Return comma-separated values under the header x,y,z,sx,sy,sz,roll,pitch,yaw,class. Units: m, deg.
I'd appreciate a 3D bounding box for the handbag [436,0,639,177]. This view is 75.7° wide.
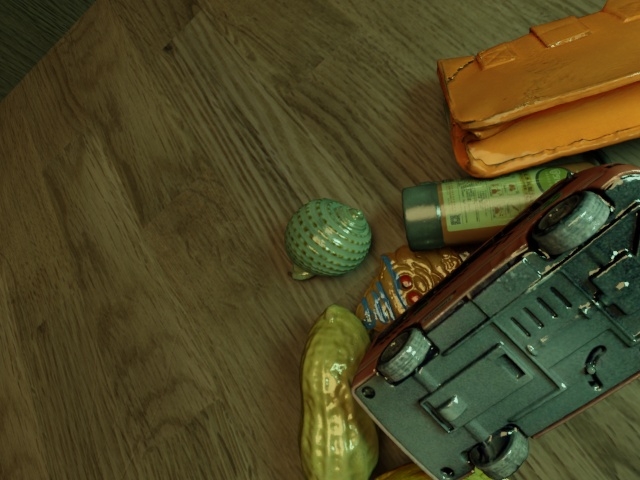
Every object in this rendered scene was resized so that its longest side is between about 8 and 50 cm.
x,y,z,sx,sy,sz,roll,pitch,yaw,class
0.405,-0.262,0.653,0.409,0.116,0.304,-14,39,20,handbag

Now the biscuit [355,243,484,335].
x,y,z,sx,sy,sz,roll,pitch,yaw,class
0.180,0.084,0.746,0.280,0.043,0.183,-37,66,13,biscuit

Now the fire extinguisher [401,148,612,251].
x,y,z,sx,sy,sz,roll,pitch,yaw,class
0.327,-0.086,0.676,0.375,0.113,0.201,-5,71,17,fire extinguisher

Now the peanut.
x,y,z,sx,sy,sz,roll,pitch,yaw,class
0.028,0.261,0.690,0.146,0.147,0.306,-8,77,22,peanut

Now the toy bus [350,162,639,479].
x,y,z,sx,sy,sz,roll,pitch,yaw,class
0.256,0.107,0.542,0.203,0.233,0.427,45,111,2,toy bus

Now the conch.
x,y,z,sx,sy,sz,roll,pitch,yaw,class
-0.002,-0.004,0.798,0.199,0.131,0.172,-34,64,10,conch

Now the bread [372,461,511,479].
x,y,z,sx,sy,sz,roll,pitch,yaw,class
0.172,0.438,0.562,0.268,0.145,0.269,-1,85,13,bread
